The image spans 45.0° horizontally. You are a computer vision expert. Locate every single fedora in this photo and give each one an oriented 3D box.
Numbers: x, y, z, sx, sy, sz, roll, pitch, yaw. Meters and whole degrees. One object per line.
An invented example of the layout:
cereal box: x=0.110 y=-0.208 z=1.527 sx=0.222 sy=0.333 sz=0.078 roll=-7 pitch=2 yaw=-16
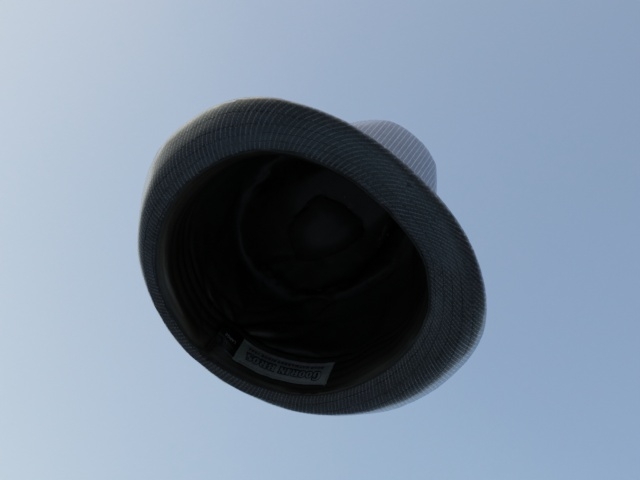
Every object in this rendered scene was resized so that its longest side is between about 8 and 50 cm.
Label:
fedora: x=0.000 y=0.000 z=0.551 sx=0.244 sy=0.124 sz=0.275 roll=38 pitch=-48 yaw=-2
